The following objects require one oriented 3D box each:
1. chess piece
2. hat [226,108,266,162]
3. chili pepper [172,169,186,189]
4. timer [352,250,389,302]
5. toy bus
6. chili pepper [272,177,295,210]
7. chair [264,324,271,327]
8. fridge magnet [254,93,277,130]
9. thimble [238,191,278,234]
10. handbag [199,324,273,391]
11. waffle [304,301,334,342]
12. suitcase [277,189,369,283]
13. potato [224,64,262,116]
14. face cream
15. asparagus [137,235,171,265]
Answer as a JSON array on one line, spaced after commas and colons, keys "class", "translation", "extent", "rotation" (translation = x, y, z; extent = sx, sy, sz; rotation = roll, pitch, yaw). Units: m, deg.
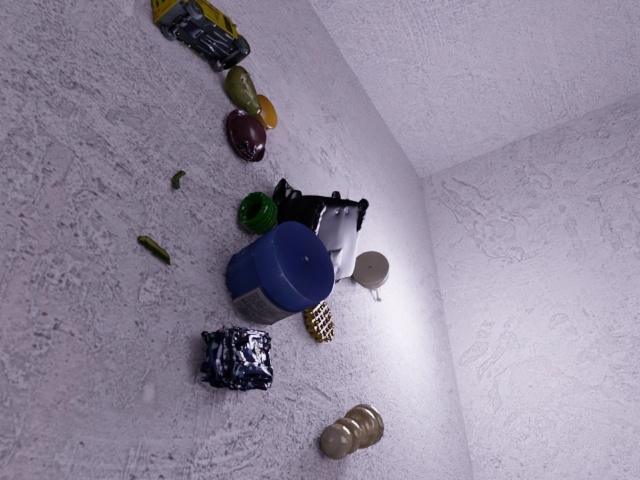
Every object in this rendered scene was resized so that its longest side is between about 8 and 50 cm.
[{"class": "chess piece", "translation": [0.096, 0.638, 1.537], "extent": [0.261, 0.143, 0.142], "rotation": [5, 67, -58]}, {"class": "hat", "translation": [-0.246, -0.373, 1.645], "extent": [0.205, 0.089, 0.205], "rotation": [43, 36, -44]}, {"class": "chili pepper", "translation": [-0.389, -0.166, 1.278], "extent": [0.027, 0.022, 0.083], "rotation": [49, 28, -35]}, {"class": "timer", "translation": [0.255, 0.182, 2.210], "extent": [0.266, 0.176, 0.175], "rotation": [61, 21, -58]}, {"class": "toy bus", "translation": [-0.385, -0.704, 1.550], "extent": [0.330, 0.144, 0.151], "rotation": [16, 54, -58]}, {"class": "chili pepper", "translation": [-0.099, -0.117, 1.746], "extent": [0.264, 0.116, 0.148], "rotation": [48, 48, -39]}, {"class": "chair", "translation": [-0.151, 0.236, 1.436], "extent": [0.042, 0.037, 0.086], "rotation": [57, 29, 1]}, {"class": "fridge magnet", "translation": [-0.219, -0.500, 1.828], "extent": [0.143, 0.063, 0.142], "rotation": [41, 38, -45]}, {"class": "thimble", "translation": [-0.198, -0.086, 1.496], "extent": [0.090, 0.118, 0.130], "rotation": [46, 60, -48]}, {"class": "handbag", "translation": [-0.201, 0.304, 1.198], "extent": [0.260, 0.113, 0.161], "rotation": [36, 47, -61]}, {"class": "waffle", "translation": [-0.003, 0.285, 1.700], "extent": [0.191, 0.038, 0.191], "rotation": [46, 33, -43]}, {"class": "suitcase", "translation": [0.000, 0.000, 1.627], "extent": [0.345, 0.189, 0.338], "rotation": [-8, 109, -56]}, {"class": "potato", "translation": [-0.280, -0.537, 1.704], "extent": [0.188, 0.105, 0.085], "rotation": [59, -16, -26]}, {"class": "face cream", "translation": [-0.120, 0.099, 1.352], "extent": [0.249, 0.225, 0.248], "rotation": [35, 39, -35]}, {"class": "asparagus", "translation": [-0.393, 0.024, 1.126], "extent": [0.108, 0.021, 0.025], "rotation": [51, 30, -35]}]
